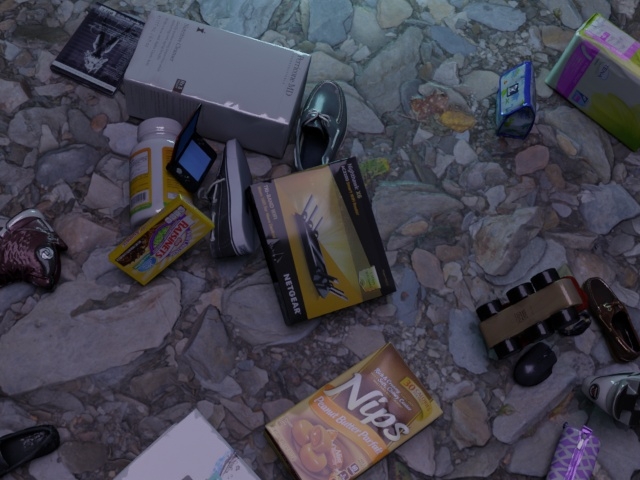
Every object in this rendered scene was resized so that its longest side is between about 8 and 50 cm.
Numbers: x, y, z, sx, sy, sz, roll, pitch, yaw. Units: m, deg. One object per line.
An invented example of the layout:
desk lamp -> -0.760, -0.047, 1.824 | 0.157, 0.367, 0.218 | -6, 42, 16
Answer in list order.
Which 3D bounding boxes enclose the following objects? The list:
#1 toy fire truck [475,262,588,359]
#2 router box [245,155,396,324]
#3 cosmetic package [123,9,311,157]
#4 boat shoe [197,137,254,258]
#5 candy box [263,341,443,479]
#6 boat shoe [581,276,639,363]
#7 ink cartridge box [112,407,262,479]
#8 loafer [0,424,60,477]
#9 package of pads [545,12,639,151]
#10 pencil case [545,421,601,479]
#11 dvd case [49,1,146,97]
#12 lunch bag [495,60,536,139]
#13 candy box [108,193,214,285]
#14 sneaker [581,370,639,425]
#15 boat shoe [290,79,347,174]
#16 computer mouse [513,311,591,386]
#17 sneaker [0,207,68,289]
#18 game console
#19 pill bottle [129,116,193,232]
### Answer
toy fire truck -> 0.475, 0.140, 1.848 | 0.246, 0.217, 0.158 | 5, 56, -52
router box -> 0.000, 0.000, 1.834 | 0.243, 0.081, 0.308 | -17, 89, -14
cosmetic package -> -0.233, -0.357, 1.972 | 0.385, 0.156, 0.217 | 13, 63, 0
boat shoe -> -0.208, -0.092, 1.886 | 0.105, 0.113, 0.306 | -13, 60, 10
candy box -> 0.065, 0.368, 1.725 | 0.316, 0.087, 0.183 | -31, 74, -18
boat shoe -> 0.650, 0.168, 1.897 | 0.073, 0.073, 0.207 | -18, 69, -13
ink cartridge box -> -0.214, 0.487, 1.578 | 0.197, 0.198, 0.270 | -40, 75, -20
loafer -> -0.608, 0.408, 1.628 | 0.223, 0.078, 0.076 | -22, 70, -16
package of pads -> 0.714, -0.380, 2.061 | 0.296, 0.229, 0.101 | 40, 68, 10
pencil case -> 0.504, 0.476, 1.734 | 0.086, 0.088, 0.206 | 24, 66, 6
dvd case -> -0.518, -0.459, 2.057 | 0.165, 0.018, 0.221 | 24, 65, 3
lunch bag -> 0.474, -0.335, 2.053 | 0.096, 0.151, 0.128 | 7, 66, -4
candy box -> -0.330, 0.001, 1.785 | 0.206, 0.105, 0.027 | -39, 40, 12
sneaker -> 0.698, 0.330, 1.810 | 0.331, 0.146, 0.122 | 17, 92, -24
boat shoe -> 0.001, -0.250, 1.984 | 0.116, 0.099, 0.319 | 15, 66, -1
computer mouse -> 0.511, 0.231, 1.869 | 0.242, 0.041, 0.071 | -40, 76, -21
sneaker -> -0.640, 0.070, 1.763 | 0.162, 0.106, 0.281 | 41, 67, 8
game console -> -0.262, -0.195, 1.819 | 0.124, 0.085, 0.144 | 47, 41, -23
pill bottle -> -0.347, -0.138, 1.870 | 0.136, 0.136, 0.245 | -2, 66, -8
